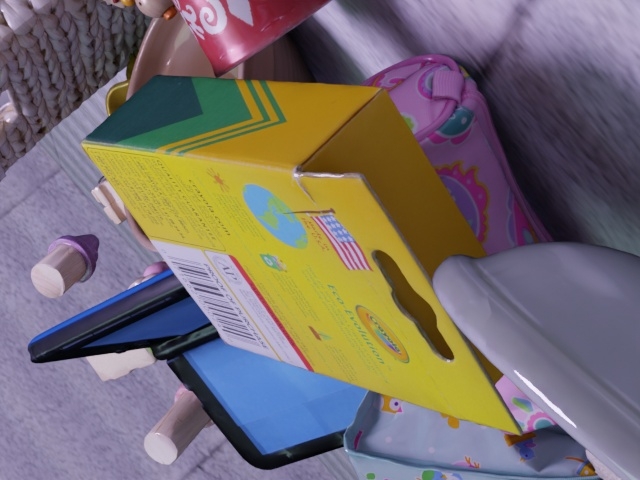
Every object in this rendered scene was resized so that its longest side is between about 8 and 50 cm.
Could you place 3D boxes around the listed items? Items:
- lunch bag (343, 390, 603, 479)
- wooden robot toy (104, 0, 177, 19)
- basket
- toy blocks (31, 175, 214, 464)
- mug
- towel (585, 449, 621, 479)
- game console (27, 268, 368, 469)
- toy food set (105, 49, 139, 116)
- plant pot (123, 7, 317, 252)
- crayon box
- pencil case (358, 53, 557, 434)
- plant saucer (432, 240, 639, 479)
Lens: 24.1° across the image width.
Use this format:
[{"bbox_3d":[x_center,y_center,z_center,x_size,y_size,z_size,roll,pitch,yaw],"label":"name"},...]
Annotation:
[{"bbox_3d":[0.176,0.189,1.209,0.262,0.160,0.223,8,147,21],"label":"lunch bag"},{"bbox_3d":[-0.135,-0.224,1.248,0.079,0.076,0.173,55,142,7],"label":"wooden robot toy"},{"bbox_3d":[-0.349,-0.276,1.437,0.331,0.266,0.328,47,168,6],"label":"basket"},{"bbox_3d":[-0.100,0.021,1.588,0.289,0.260,0.309,-25,104,36],"label":"toy blocks"},{"bbox_3d":[-0.058,-0.222,1.027,0.169,0.150,0.113,55,-156,-7],"label":"mug"},{"bbox_3d":[0.296,0.203,0.955,0.187,0.049,0.282,38,-175,39],"label":"towel"},{"bbox_3d":[-0.073,0.119,1.347,0.293,0.250,0.173,-26,76,42],"label":"game console"},{"bbox_3d":[-0.167,-0.131,1.568,0.071,0.128,0.218,44,166,28],"label":"toy food set"},{"bbox_3d":[-0.073,-0.100,1.257,0.110,0.237,0.237,9,-171,-28],"label":"plant pot"},{"bbox_3d":[0.000,0.000,0.944,0.318,0.081,0.202,13,142,54],"label":"crayon box"},{"bbox_3d":[0.113,0.009,1.042,0.284,0.124,0.124,55,167,-28],"label":"pencil case"},{"bbox_3d":[0.240,0.102,0.731,0.400,0.100,0.400,35,-173,-5],"label":"plant saucer"}]
